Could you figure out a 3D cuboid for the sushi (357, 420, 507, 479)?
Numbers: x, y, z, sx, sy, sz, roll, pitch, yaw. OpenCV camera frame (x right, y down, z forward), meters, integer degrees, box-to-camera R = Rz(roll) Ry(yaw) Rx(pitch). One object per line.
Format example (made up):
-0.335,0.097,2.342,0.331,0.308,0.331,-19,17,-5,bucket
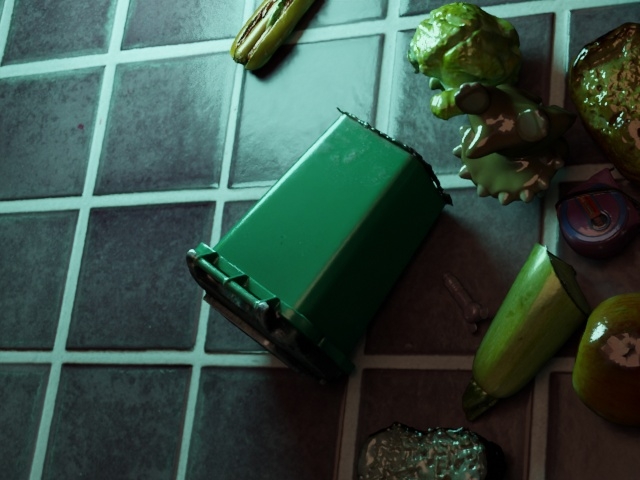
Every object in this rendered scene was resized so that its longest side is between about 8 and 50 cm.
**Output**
0.166,0.350,1.727,0.213,0.115,0.147,-7,65,25,sushi

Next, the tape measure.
0.425,-0.035,1.771,0.125,0.074,0.118,-30,58,8,tape measure

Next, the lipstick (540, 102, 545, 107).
0.304,-0.210,1.921,0.129,0.030,0.030,2,72,27,lipstick

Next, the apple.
0.450,0.167,1.647,0.173,0.160,0.195,16,84,8,apple

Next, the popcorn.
0.230,-0.287,1.901,0.198,0.198,0.212,7,81,28,popcorn

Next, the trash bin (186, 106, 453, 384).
0.000,0.000,1.853,0.259,0.295,0.381,33,81,31,trash bin

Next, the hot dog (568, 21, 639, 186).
0.495,-0.196,1.778,0.175,0.114,0.259,-29,71,8,hot dog

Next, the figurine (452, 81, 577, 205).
0.285,-0.140,1.781,0.177,0.247,0.173,28,107,13,figurine

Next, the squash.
0.302,0.155,1.732,0.137,0.137,0.287,32,90,32,squash

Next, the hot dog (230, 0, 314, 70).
-0.083,-0.422,2.176,0.092,0.062,0.235,33,87,35,hot dog

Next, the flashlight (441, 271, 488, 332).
0.228,0.093,1.845,0.052,0.031,0.110,-54,50,28,flashlight
